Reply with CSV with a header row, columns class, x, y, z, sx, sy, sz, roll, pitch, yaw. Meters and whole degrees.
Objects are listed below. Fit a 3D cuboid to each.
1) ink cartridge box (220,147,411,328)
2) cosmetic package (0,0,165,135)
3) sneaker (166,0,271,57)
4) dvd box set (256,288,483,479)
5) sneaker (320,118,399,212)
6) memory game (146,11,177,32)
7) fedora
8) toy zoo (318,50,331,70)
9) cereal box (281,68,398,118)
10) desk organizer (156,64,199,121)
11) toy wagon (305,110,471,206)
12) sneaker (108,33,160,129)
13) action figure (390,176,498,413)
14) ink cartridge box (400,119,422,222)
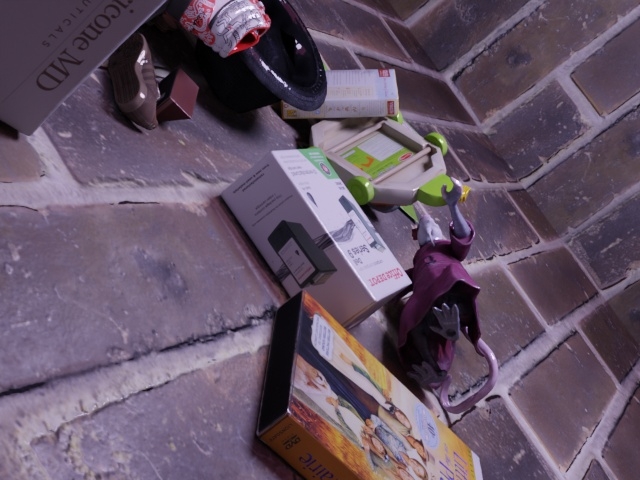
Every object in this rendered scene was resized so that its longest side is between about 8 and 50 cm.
class,x,y,z,sx,sy,sz,roll,pitch,yaw
ink cartridge box,0.000,0.000,1.677,0.289,0.121,0.211,55,21,7
cosmetic package,-0.404,-0.410,1.201,0.394,0.329,0.327,33,27,-40
sneaker,-0.133,-0.414,1.745,0.145,0.090,0.270,42,50,-6
dvd box set,0.087,0.295,1.462,0.420,0.062,0.307,45,22,-18
sneaker,0.113,-0.178,2.234,0.121,0.108,0.302,17,39,-51
memory game,-0.331,-0.453,1.884,0.186,0.012,0.186,43,22,-22
fedora,-0.131,-0.348,1.925,0.334,0.152,0.334,40,31,-30
toy zoo,-0.055,-0.423,2.393,0.192,0.030,0.293,59,21,19
cereal box,0.041,-0.307,2.153,0.173,0.240,0.047,-87,176,-60
desk organizer,-0.235,-0.228,1.668,0.050,0.047,0.130,46,21,-23
toy wagon,0.138,-0.149,2.041,0.344,0.068,0.267,35,45,25
sneaker,-0.283,-0.242,1.588,0.188,0.066,0.071,-98,161,-45
action figure,0.229,0.076,1.864,0.276,0.248,0.370,45,24,-22
ink cartridge box,0.186,-0.187,2.422,0.189,0.097,0.255,40,23,-30
